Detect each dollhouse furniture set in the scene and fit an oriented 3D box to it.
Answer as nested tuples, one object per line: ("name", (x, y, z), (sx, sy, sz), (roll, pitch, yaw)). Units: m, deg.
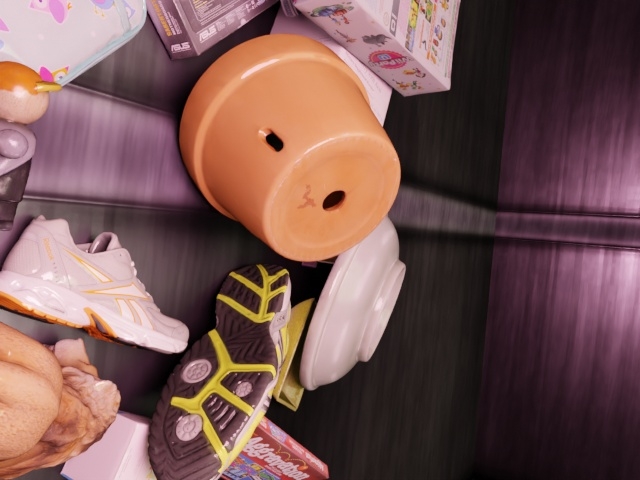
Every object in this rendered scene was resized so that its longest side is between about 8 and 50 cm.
("dollhouse furniture set", (0.000, 0.000, 0.933), (0.081, 0.115, 0.090), (38, 65, -48))

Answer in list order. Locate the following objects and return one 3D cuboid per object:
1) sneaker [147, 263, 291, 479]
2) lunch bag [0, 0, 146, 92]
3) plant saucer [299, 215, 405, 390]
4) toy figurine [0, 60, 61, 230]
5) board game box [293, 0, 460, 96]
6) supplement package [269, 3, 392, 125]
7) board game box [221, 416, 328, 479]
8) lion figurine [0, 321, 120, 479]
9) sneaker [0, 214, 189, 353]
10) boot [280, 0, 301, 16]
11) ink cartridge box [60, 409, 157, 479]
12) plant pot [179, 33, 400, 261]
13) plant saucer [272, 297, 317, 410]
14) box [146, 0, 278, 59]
("sneaker", (-0.109, 0.192, 0.695), (0.384, 0.145, 0.147), (-67, 154, -55))
("lunch bag", (-0.301, -0.286, 0.431), (0.224, 0.108, 0.279), (-56, 138, -36))
("plant saucer", (0.089, 0.128, 0.972), (0.399, 0.101, 0.400), (-69, 164, 0))
("toy figurine", (-0.313, -0.096, 0.310), (0.209, 0.213, 0.148), (-32, 137, -85))
("board game box", (0.106, -0.388, 0.735), (0.304, 0.098, 0.223), (16, 81, -48))
("supplement package", (0.036, -0.368, 0.870), (0.178, 0.176, 0.292), (35, 66, -51))
("board game box", (-0.105, 0.370, 0.808), (0.027, 0.145, 0.281), (-102, 165, -45))
("lion figurine", (-0.268, 0.123, 0.369), (0.241, 0.392, 0.142), (22, 68, -21))
("sneaker", (-0.247, 0.060, 0.583), (0.262, 0.100, 0.120), (43, 55, -52))
("boot", (-0.023, -0.453, 0.800), (0.069, 0.086, 0.189), (53, 28, -61))
("ink cartridge box", (-0.236, 0.284, 0.632), (0.143, 0.092, 0.089), (45, 57, -51))
("plant pot", (-0.025, -0.107, 0.673), (0.291, 0.203, 0.290), (-20, 138, -19))
("plant saucer", (-0.050, 0.215, 0.910), (0.188, 0.045, 0.188), (73, 35, -64))
("box", (-0.162, -0.390, 0.674), (0.231, 0.056, 0.183), (-56, 137, -37))
